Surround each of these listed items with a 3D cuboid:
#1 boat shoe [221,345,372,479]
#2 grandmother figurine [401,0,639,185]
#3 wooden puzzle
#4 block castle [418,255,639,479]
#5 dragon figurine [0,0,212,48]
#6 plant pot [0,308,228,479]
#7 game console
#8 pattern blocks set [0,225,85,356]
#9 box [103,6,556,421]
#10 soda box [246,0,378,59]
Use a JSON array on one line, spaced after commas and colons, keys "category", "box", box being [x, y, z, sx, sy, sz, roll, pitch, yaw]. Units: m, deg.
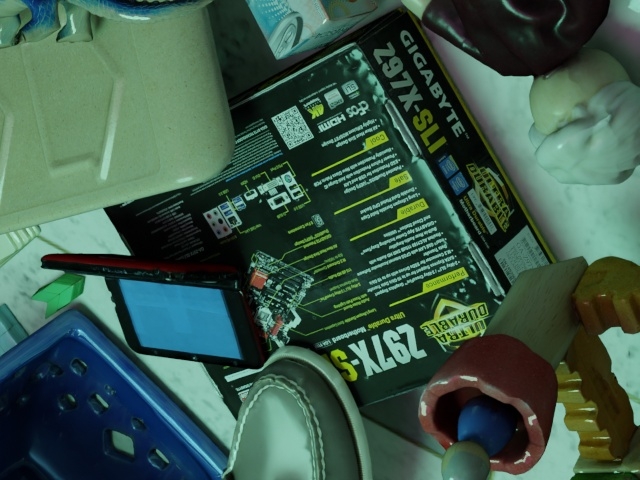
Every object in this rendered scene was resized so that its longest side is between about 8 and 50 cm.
[{"category": "boat shoe", "box": [-0.036, 0.241, 1.417, 0.116, 0.096, 0.324, 21, 120, 28]}, {"category": "grandmother figurine", "box": [0.119, -0.184, 1.170, 0.342, 0.104, 0.208, 58, 161, -12]}, {"category": "wooden puzzle", "box": [-0.225, -0.176, 1.391, 0.347, 0.080, 0.322, -12, 91, 35]}, {"category": "block castle", "box": [0.283, 0.226, 1.164, 0.303, 0.213, 0.453, -5, 125, 37]}, {"category": "dragon figurine", "box": [-0.215, -0.210, 1.276, 0.289, 0.085, 0.144, 1, 98, 36]}, {"category": "plant pot", "box": [-0.249, 0.243, 1.609, 0.236, 0.236, 0.212, 45, 140, 5]}, {"category": "game console", "box": [-0.131, 0.056, 1.401, 0.144, 0.124, 0.085, 4, 92, 35]}, {"category": "pattern blocks set", "box": [-0.350, -0.045, 1.640, 0.325, 0.026, 0.285, 46, 134, 3]}, {"category": "box", "box": [0.000, 0.000, 1.377, 0.322, 0.079, 0.257, -24, 102, 43]}, {"category": "soda box", "box": [-0.036, -0.222, 1.253, 0.063, 0.058, 0.183, -33, 82, 42]}]
